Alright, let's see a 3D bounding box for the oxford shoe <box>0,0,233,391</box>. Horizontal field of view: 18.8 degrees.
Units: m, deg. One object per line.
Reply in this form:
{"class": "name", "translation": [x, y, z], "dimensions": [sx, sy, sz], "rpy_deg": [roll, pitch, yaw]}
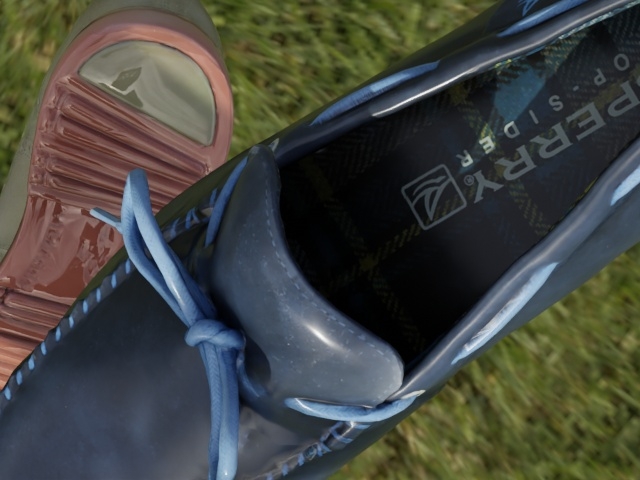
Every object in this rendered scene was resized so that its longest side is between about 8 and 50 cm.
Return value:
{"class": "oxford shoe", "translation": [-0.146, 0.012, 1.201], "dimensions": [0.140, 0.146, 0.397], "rpy_deg": [21, 119, -14]}

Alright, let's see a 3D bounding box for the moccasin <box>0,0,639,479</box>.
{"class": "moccasin", "translation": [0.000, 0.000, 0.670], "dimensions": [0.342, 0.117, 0.138], "rpy_deg": [-40, 80, 14]}
